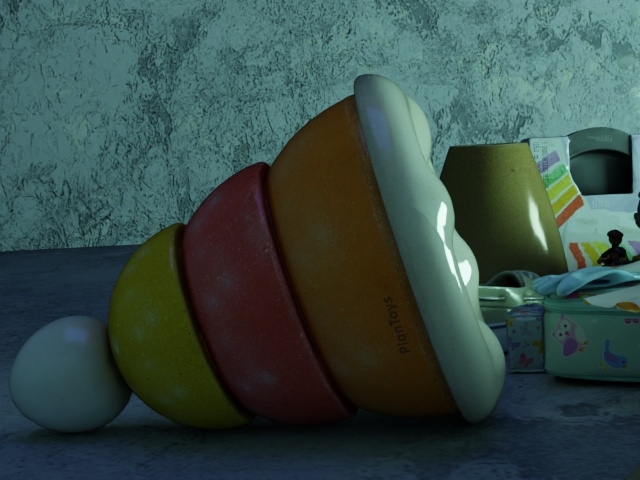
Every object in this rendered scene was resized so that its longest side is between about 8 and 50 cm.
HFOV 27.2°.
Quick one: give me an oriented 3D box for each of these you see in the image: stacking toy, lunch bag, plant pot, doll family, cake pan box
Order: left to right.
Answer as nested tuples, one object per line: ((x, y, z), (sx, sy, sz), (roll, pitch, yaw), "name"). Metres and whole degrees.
((-0.087, 0.066, 1.297), (0.480, 0.350, 0.350), (-18, 3, 7), "stacking toy")
((0.259, -0.019, 1.995), (0.237, 0.254, 0.237), (-3, 4, 0), "plant pot")
((0.245, 0.111, 1.534), (0.053, 0.071, 0.083), (-3, 4, 15), "lunch bag")
((0.461, -0.054, 2.207), (0.246, 0.266, 0.070), (-1, 2, -7), "cake pan box")
((0.464, 0.042, 1.966), (0.076, 0.111, 0.193), (-7, 6, -34), "doll family")
((0.381, 0.088, 1.496), (0.224, 0.107, 0.279), (-2, 6, 25), "lunch bag")

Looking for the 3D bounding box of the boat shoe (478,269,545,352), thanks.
((0.254, 0.085, 1.701), (0.109, 0.094, 0.302), (1, 7, 42), "boat shoe")

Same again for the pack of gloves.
((0.349, 0.025, 1.394), (0.232, 0.046, 0.195), (-9, 10, -30), "pack of gloves")

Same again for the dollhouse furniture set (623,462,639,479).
((0.439, 0.173, 0.893), (0.355, 0.173, 0.303), (-37, 33, -23), "dollhouse furniture set")

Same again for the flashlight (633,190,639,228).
((0.591, -0.013, 2.076), (0.103, 0.103, 0.304), (4, -10, 37), "flashlight")
